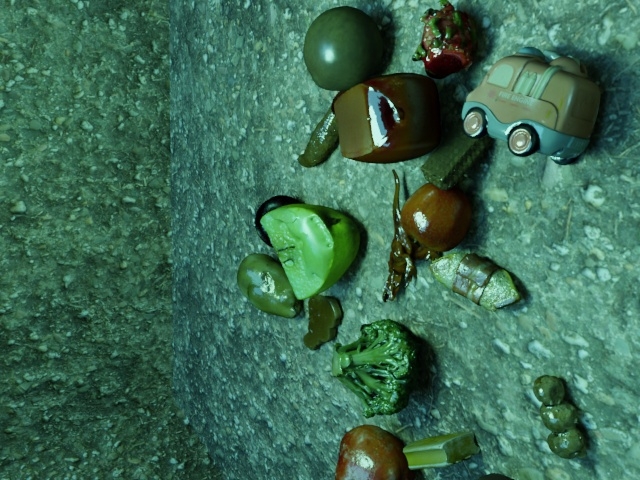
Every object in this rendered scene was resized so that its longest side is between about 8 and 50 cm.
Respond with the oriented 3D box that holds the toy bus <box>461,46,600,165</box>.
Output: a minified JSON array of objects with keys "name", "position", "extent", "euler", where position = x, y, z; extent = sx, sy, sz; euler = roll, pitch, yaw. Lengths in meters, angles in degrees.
[{"name":"toy bus","position":[0.471,-0.304,1.295],"extent":[0.288,0.194,0.232],"euler":[40,122,45]}]

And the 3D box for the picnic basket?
[{"name":"picnic basket","position":[0.350,-0.227,1.522],"extent":[0.193,0.055,0.110],"euler":[-51,45,5]}]

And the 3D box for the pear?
[{"name":"pear","position":[0.000,0.000,2.058],"extent":[0.318,0.239,0.342],"euler":[-26,89,41]}]

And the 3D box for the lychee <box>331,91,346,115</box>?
[{"name":"lychee","position":[0.097,-0.437,1.892],"extent":[0.129,0.123,0.123],"euler":[-53,54,33]}]

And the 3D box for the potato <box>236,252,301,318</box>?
[{"name":"potato","position":[-0.209,0.198,2.468],"extent":[0.351,0.203,0.218],"euler":[39,119,29]}]

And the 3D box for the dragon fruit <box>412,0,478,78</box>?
[{"name":"dragon fruit","position":[0.318,-0.517,1.496],"extent":[0.160,0.167,0.171],"euler":[61,-147,-57]}]

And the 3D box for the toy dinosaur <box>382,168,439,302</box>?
[{"name":"toy dinosaur","position":[0.266,0.017,1.779],"extent":[0.208,0.097,0.431],"euler":[-141,54,-58]}]

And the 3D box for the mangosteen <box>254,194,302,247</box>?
[{"name":"mangosteen","position":[-0.152,-0.067,2.311],"extent":[0.216,0.216,0.216],"euler":[21,115,53]}]

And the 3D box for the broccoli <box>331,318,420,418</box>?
[{"name":"broccoli","position":[0.180,0.402,1.842],"extent":[0.304,0.284,0.321],"euler":[150,126,-66]}]

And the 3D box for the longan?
[{"name":"longan","position":[0.066,-0.579,1.778],"extent":[0.258,0.258,0.257],"euler":[21,115,53]}]

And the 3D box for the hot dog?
[{"name":"hot dog","position":[0.420,0.105,1.565],"extent":[0.262,0.093,0.123],"euler":[33,118,30]}]

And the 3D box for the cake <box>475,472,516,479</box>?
[{"name":"cake","position":[0.492,0.743,1.564],"extent":[0.208,0.185,0.178],"euler":[18,153,34]}]

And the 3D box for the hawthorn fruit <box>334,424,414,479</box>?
[{"name":"hawthorn fruit","position":[0.184,0.774,1.970],"extent":[0.284,0.285,0.284],"euler":[21,115,53]}]

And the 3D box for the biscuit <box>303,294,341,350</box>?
[{"name":"biscuit","position":[-0.001,0.326,2.310],"extent":[0.183,0.047,0.319],"euler":[53,139,38]}]

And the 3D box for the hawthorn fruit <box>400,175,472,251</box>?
[{"name":"hawthorn fruit","position":[0.331,-0.082,1.599],"extent":[0.196,0.197,0.225],"euler":[41,102,45]}]

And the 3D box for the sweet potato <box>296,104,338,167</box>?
[{"name":"sweet potato","position":[0.003,-0.356,2.079],"extent":[0.341,0.092,0.114],"euler":[127,142,-48]}]

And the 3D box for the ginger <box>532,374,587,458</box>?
[{"name":"ginger","position":[0.576,0.428,1.420],"extent":[0.104,0.080,0.204],"euler":[-22,82,62]}]

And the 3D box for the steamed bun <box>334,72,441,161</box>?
[{"name":"steamed bun","position":[0.204,-0.333,1.622],"extent":[0.379,0.248,0.234],"euler":[-168,69,-75]}]

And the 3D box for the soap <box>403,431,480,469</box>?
[{"name":"soap","position":[0.351,0.639,1.766],"extent":[0.232,0.140,0.073],"euler":[-38,63,54]}]
